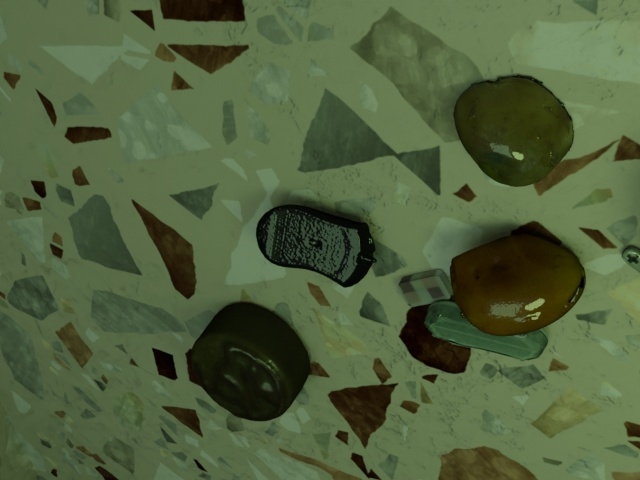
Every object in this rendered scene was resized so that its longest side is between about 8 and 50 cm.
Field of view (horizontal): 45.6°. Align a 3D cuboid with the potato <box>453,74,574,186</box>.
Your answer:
[{"bbox_3d":[0.305,-0.166,1.262,0.202,0.117,0.182,42,136,-3],"label":"potato"}]

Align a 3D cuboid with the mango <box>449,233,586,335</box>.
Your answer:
[{"bbox_3d":[0.363,0.088,1.393,0.236,0.166,0.136,-24,153,20],"label":"mango"}]

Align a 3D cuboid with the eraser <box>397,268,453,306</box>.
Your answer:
[{"bbox_3d":[0.215,0.099,1.568,0.105,0.026,0.065,-15,117,38],"label":"eraser"}]

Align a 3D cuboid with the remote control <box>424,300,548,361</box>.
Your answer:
[{"bbox_3d":[0.330,0.182,1.534,0.247,0.052,0.104,11,142,23],"label":"remote control"}]

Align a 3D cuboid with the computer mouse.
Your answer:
[{"bbox_3d":[0.000,0.000,1.585,0.264,0.088,0.147,20,114,18],"label":"computer mouse"}]

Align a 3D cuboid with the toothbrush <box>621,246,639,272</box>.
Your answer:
[{"bbox_3d":[0.688,0.151,1.313,0.418,0.040,0.042,38,135,1],"label":"toothbrush"}]

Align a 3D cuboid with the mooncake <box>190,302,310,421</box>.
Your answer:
[{"bbox_3d":[-0.176,0.305,1.870,0.284,0.155,0.284,15,127,20],"label":"mooncake"}]
